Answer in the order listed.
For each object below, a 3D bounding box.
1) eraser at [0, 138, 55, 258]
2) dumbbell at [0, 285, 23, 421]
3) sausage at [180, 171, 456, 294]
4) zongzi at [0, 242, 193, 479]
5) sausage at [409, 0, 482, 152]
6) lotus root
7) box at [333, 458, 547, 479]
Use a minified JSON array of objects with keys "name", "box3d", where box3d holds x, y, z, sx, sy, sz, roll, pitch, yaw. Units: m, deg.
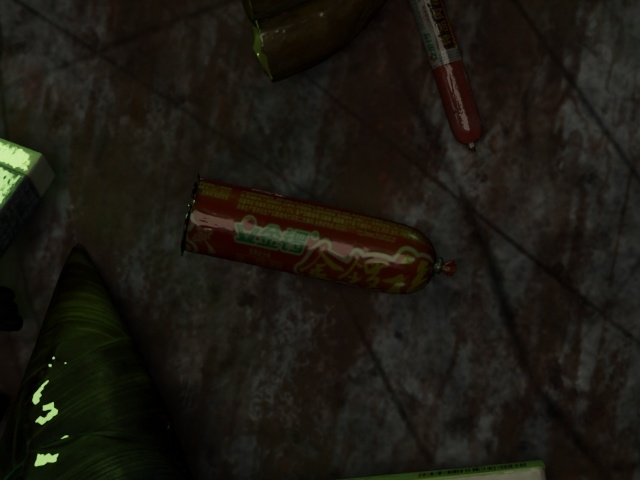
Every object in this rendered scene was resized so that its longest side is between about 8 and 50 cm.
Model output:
[{"name":"eraser","box3d":[-0.345,-0.003,1.535,0.092,0.046,0.212,19,63,24]},{"name":"dumbbell","box3d":[-0.341,0.111,1.570,0.099,0.099,0.208,9,93,4]},{"name":"sausage","box3d":[0.000,0.000,1.554,0.264,0.083,0.083,12,93,4]},{"name":"zongzi","box3d":[-0.227,0.278,1.564,0.207,0.432,0.403,0,132,-13]},{"name":"sausage","box3d":[0.108,-0.205,1.559,0.034,0.034,0.253,-20,90,5]},{"name":"lotus root","box3d":[0.001,-0.261,1.493,0.180,0.188,0.199,-14,87,-2]},{"name":"box","box3d":[0.051,0.335,1.567,0.353,0.069,0.214,-6,91,6]}]
